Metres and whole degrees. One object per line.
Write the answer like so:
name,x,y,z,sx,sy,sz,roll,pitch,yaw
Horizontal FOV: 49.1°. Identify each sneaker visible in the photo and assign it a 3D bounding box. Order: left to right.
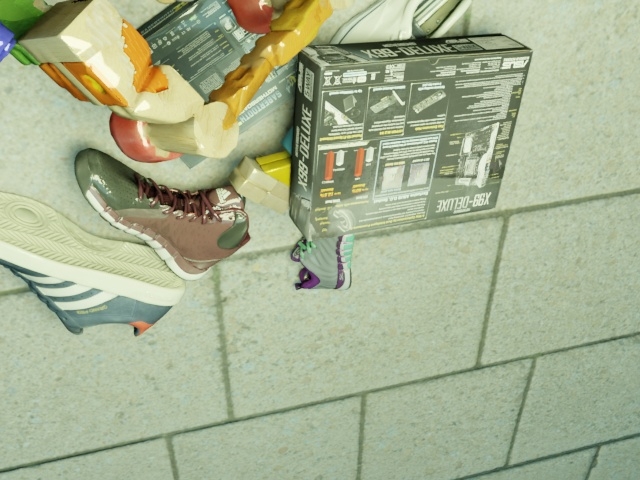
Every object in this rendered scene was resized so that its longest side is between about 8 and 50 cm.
sneaker,-0.375,0.054,1.002,0.350,0.131,0.148,26,118,-29
sneaker,-0.196,-0.062,0.984,0.162,0.106,0.281,-26,140,15
sneaker,0.000,0.000,1.126,0.098,0.083,0.224,-8,128,-8
sneaker,0.096,-0.275,0.946,0.094,0.091,0.258,33,109,-35

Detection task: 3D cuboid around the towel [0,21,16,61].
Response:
towel,-0.435,-0.196,0.556,0.227,0.076,0.308,-25,131,34

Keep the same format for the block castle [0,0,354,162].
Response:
block castle,-0.203,-0.307,0.656,0.303,0.213,0.453,-55,129,-18

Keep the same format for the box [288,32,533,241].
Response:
box,0.116,-0.140,0.935,0.307,0.076,0.242,-11,126,-21

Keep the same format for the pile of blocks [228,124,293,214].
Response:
pile of blocks,0.034,-0.147,1.012,0.362,0.113,0.149,-13,127,-21

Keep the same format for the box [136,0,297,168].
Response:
box,-0.136,-0.229,0.919,0.232,0.059,0.183,-34,129,6
